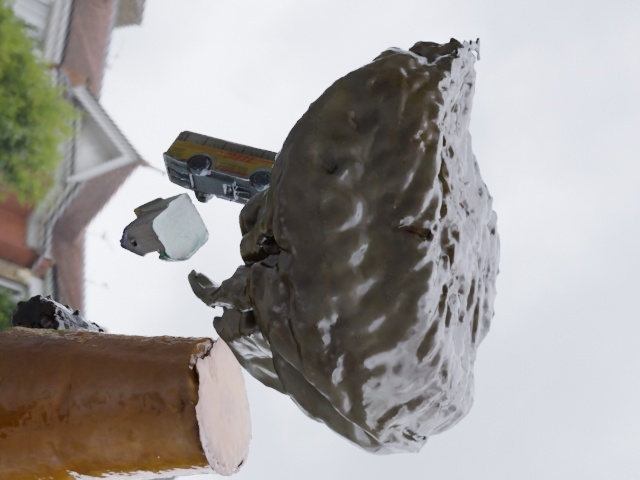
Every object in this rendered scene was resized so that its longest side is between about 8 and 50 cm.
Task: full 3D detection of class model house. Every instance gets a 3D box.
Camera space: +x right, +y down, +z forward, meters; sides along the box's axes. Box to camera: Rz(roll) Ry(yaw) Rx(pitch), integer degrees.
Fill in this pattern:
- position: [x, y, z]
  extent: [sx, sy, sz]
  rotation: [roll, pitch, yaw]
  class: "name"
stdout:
- position: [-0.241, -0.008, 1.388]
  extent: [0.100, 0.088, 0.101]
  rotation: [-13, -158, 35]
  class: "model house"

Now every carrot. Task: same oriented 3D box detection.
- position: [-0.211, 0.164, 0.968]
  extent: [0.254, 0.196, 0.196]
  rotation: [-11, -124, 21]
  class: "carrot"

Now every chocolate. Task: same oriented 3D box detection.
- position: [-0.400, 0.134, 1.359]
  extent: [0.156, 0.133, 0.156]
  rotation: [-15, -145, 11]
  class: "chocolate"

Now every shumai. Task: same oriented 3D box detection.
- position: [-0.001, 0.003, 0.552]
  extent: [0.185, 0.184, 0.218]
  rotation: [-1, -74, 27]
  class: "shumai"

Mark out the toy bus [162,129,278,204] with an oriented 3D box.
- position: [-0.146, -0.118, 1.660]
  extent: [0.268, 0.092, 0.106]
  rotation: [15, -127, 16]
  class: "toy bus"
